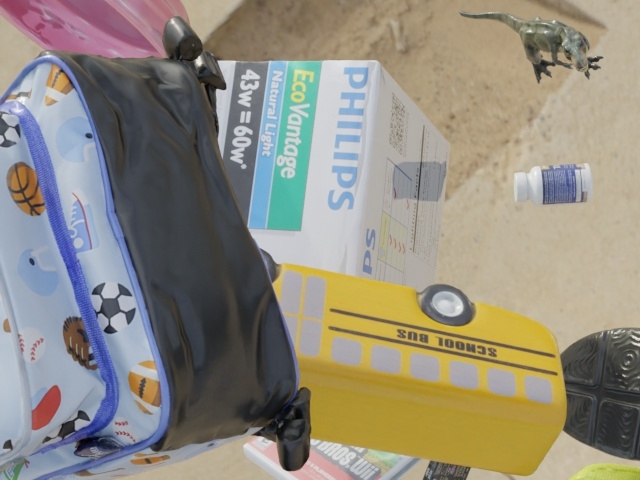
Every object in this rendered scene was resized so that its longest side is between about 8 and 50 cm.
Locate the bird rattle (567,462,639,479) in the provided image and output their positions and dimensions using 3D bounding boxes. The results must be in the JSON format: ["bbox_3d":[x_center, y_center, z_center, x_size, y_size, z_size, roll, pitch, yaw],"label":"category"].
[{"bbox_3d":[0.194,0.160,0.403,0.207,0.254,0.143,-15,70,30],"label":"bird rattle"}]

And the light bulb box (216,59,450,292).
[{"bbox_3d":[0.000,0.000,1.246,0.225,0.361,0.357,4,82,20],"label":"light bulb box"}]

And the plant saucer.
[{"bbox_3d":[-0.286,-0.294,1.239,0.332,0.332,0.084,22,73,27],"label":"plant saucer"}]

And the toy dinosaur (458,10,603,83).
[{"bbox_3d":[0.298,-0.260,1.360,0.064,0.118,0.268,-54,32,1],"label":"toy dinosaur"}]

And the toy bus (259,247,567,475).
[{"bbox_3d":[0.036,0.107,0.896,0.333,0.108,0.130,11,44,-7],"label":"toy bus"}]

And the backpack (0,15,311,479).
[{"bbox_3d":[-0.166,0.039,0.627,0.263,0.213,0.276,-33,68,47],"label":"backpack"}]

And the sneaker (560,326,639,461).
[{"bbox_3d":[0.518,0.225,1.266,0.448,0.258,0.169,-4,65,47],"label":"sneaker"}]

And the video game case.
[{"bbox_3d":[0.060,0.273,1.482,0.285,0.025,0.204,-32,41,-33],"label":"video game case"}]

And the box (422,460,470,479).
[{"bbox_3d":[0.193,0.342,1.531,0.018,0.067,0.083,37,112,58],"label":"box"}]

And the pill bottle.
[{"bbox_3d":[0.378,-0.090,1.664,0.120,0.067,0.067,-3,67,5],"label":"pill bottle"}]
